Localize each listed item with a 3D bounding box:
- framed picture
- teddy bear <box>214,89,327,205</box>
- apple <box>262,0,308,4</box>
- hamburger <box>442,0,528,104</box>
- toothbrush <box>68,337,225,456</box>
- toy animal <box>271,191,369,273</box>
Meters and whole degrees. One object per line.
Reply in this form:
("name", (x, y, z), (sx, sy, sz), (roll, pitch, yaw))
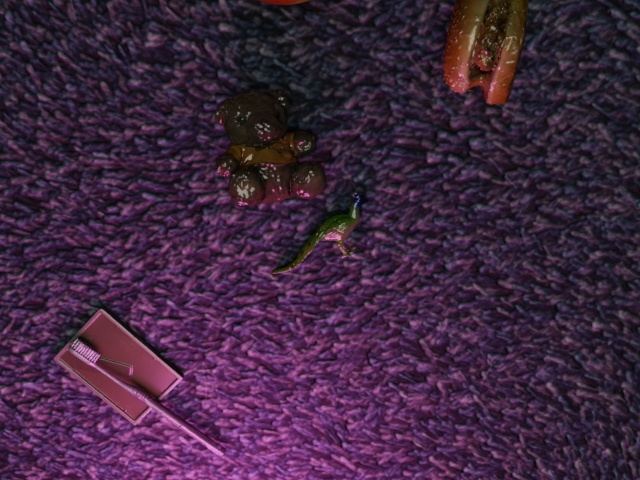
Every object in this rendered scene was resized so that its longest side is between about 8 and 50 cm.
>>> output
("framed picture", (-0.378, 0.237, 1.598), (0.203, 0.015, 0.150), (42, 107, -9))
("teddy bear", (-0.095, -0.152, 1.400), (0.177, 0.140, 0.190), (-14, 99, -19))
("apple", (-0.022, -0.495, 1.169), (0.339, 0.339, 0.339), (1, 108, 4))
("hamburger", (0.247, -0.298, 1.283), (0.118, 0.191, 0.182), (5, 115, 5))
("toothbrush", (-0.319, 0.294, 1.592), (0.354, 0.024, 0.029), (38, 100, -8))
("toy animal", (0.013, 0.011, 1.482), (0.075, 0.041, 0.217), (44, 110, -8))
